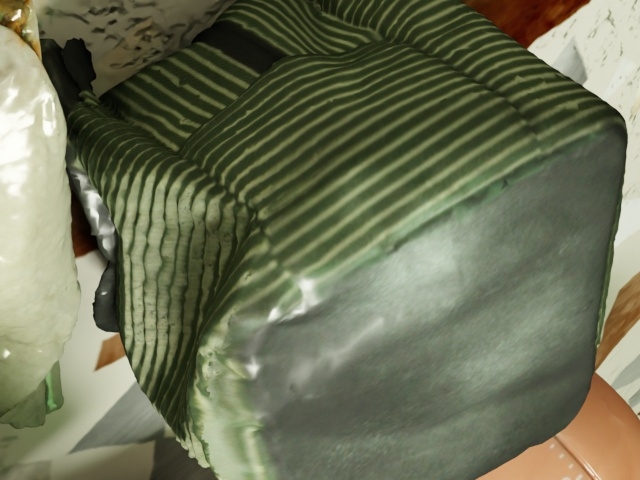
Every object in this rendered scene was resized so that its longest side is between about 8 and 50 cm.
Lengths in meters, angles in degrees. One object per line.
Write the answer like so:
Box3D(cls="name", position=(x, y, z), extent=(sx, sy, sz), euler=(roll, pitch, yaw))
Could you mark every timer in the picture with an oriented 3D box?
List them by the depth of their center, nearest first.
Box3D(cls="timer", position=(0.197, 0.225, 1.328), extent=(0.215, 0.229, 0.229), euler=(-37, 152, -12))

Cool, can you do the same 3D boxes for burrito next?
Box3D(cls="burrito", position=(-0.170, -0.023, 0.642), extent=(0.117, 0.076, 0.392), euler=(7, 141, -2))

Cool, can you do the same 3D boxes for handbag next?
Box3D(cls="handbag", position=(0.000, 0.000, 0.748), extent=(0.247, 0.240, 0.340), euler=(-32, 150, -13))
